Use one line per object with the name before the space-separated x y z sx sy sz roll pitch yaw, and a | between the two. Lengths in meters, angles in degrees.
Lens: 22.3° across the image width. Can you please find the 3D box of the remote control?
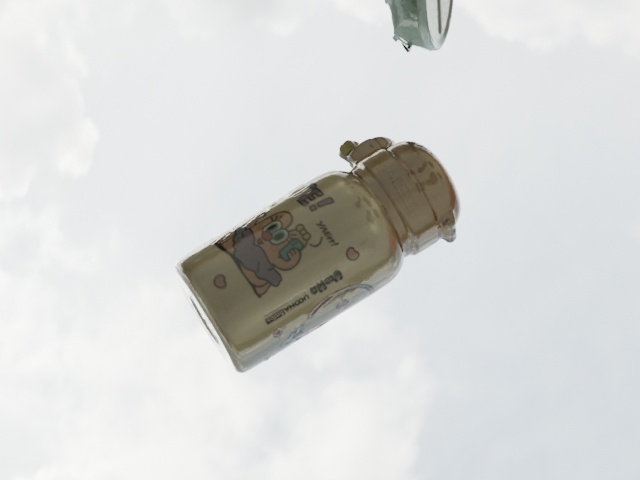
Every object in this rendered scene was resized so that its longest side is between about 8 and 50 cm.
remote control | 0.087 -0.289 1.453 0.052 0.247 0.104 4 -152 18

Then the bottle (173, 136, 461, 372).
bottle | 0.000 0.000 1.193 0.209 0.097 0.110 -32 -117 -10
